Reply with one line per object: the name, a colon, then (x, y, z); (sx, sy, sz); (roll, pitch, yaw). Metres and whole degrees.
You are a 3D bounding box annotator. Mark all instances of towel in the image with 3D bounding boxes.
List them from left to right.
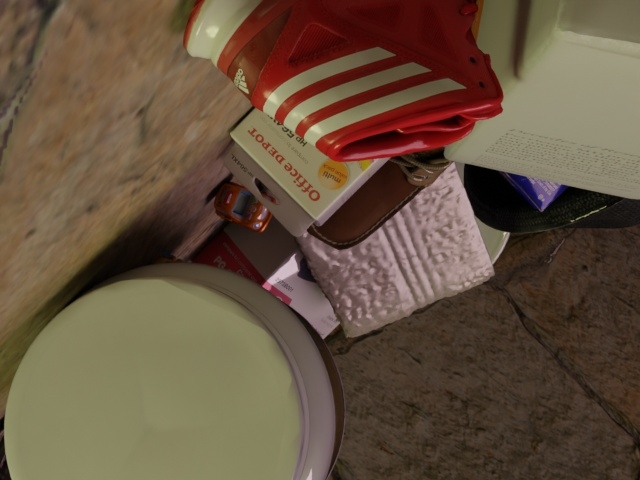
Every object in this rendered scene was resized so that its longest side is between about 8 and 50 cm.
towel: (0.065, -0.017, 1.141); (0.187, 0.049, 0.282); (-23, 135, 4)

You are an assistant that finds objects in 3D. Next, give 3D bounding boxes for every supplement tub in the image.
supplement tub: (-0.103, 0.144, 0.895); (0.241, 0.241, 0.331); (-45, 173, -3)

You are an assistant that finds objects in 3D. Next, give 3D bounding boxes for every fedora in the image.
fedora: (0.345, -0.107, 1.336); (0.334, 0.152, 0.334); (-31, -143, 26)

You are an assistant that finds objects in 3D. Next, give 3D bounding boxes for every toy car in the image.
toy car: (-0.095, -0.003, 0.961); (0.122, 0.060, 0.040); (-52, 146, 6)

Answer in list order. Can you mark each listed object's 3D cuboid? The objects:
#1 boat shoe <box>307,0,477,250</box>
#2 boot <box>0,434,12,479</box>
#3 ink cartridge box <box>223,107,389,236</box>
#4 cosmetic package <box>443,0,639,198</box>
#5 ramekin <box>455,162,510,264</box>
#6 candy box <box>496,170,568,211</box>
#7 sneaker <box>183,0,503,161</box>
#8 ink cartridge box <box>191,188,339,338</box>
boat shoe: (0.083, -0.117, 0.946); (0.324, 0.122, 0.120); (-55, -161, 27)
boot: (-0.172, 0.207, 1.102); (0.263, 0.229, 0.091); (-44, 178, -29)
ink cartridge box: (0.004, -0.080, 0.821); (0.143, 0.092, 0.090); (-45, 178, -1)
cosmetic package: (0.185, -0.160, 0.617); (0.453, 0.161, 0.230); (69, 33, -88)
ramekin: (0.131, -0.060, 1.540); (0.273, 0.273, 0.127); (-45, -171, 16)
candy box: (0.283, -0.230, 1.279); (0.317, 0.122, 0.268); (-44, -146, 7)
sneaker: (0.054, -0.119, 0.512); (0.221, 0.128, 0.087); (-44, 178, -15)
ink cartridge box: (0.000, 0.000, 1.252); (0.237, 0.100, 0.172); (-45, 145, 4)
